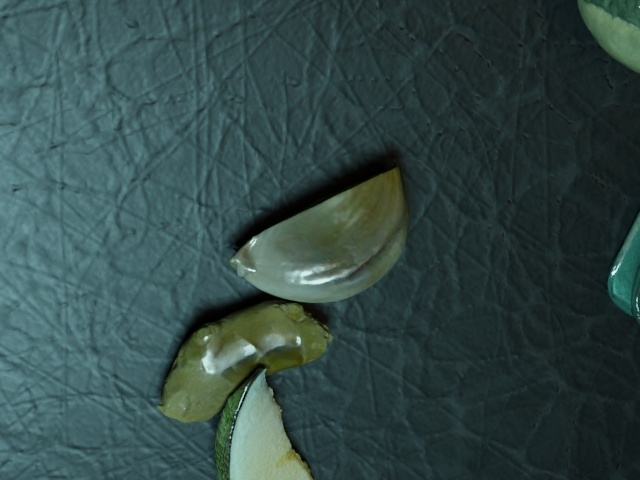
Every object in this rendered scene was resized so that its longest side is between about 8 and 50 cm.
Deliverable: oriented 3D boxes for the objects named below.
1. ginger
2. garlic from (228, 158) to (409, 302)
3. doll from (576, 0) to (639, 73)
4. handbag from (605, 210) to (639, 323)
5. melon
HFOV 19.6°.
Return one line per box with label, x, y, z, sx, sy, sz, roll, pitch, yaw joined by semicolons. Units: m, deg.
ginger;-0.081;0.116;1.854;0.190;0.069;0.095;-24;102;-7
garlic;0.013;0.008;1.849;0.195;0.087;0.101;-29;95;-3
doll;0.402;-0.316;1.800;0.247;0.247;0.349;17;108;-18
handbag;0.464;-0.029;1.952;0.238;0.089;0.326;24;95;-19
melon;-0.068;0.210;1.863;0.098;0.054;0.182;-33;131;-14
